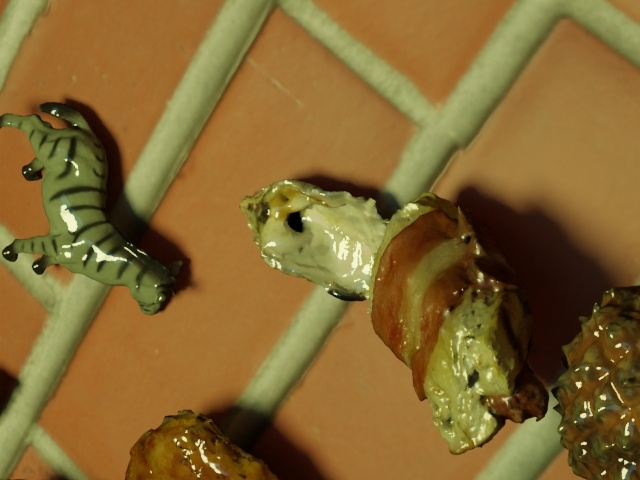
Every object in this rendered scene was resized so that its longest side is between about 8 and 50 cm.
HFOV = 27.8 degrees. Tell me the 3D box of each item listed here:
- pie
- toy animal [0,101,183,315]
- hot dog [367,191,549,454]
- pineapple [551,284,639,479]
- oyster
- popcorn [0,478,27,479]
[{"bbox_3d":[-0.083,0.309,1.200,0.308,0.085,0.308,12,112,31],"label":"pie"},{"bbox_3d":[-0.223,-0.028,1.224,0.176,0.073,0.217,-9,92,28],"label":"toy animal"},{"bbox_3d":[0.111,0.059,0.990,0.213,0.103,0.146,-118,33,-40],"label":"hot dog"},{"bbox_3d":[0.239,0.128,0.917,0.166,0.166,0.193,21,115,27],"label":"pineapple"},{"bbox_3d":[0.000,0.000,1.102,0.146,0.045,0.121,-20,87,27],"label":"oyster"},{"bbox_3d":[-0.281,0.343,1.295,0.200,0.203,0.226,39,165,-6],"label":"popcorn"}]
